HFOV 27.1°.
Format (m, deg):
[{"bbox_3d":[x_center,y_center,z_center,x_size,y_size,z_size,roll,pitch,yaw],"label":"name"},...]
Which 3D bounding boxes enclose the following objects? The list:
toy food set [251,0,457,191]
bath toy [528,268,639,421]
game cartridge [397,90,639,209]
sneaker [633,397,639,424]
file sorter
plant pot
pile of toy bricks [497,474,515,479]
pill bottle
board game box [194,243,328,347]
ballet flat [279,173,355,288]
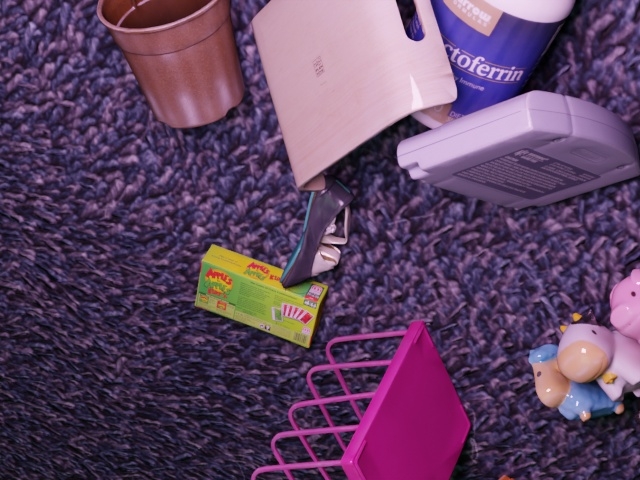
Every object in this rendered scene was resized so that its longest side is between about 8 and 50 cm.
[{"bbox_3d":[0.035,-0.205,1.528,0.306,0.092,0.219,-31,71,56],"label":"toy food set"},{"bbox_3d":[0.411,0.100,1.682,0.348,0.151,0.129,-48,54,41],"label":"bath toy"},{"bbox_3d":[0.246,-0.100,1.526,0.196,0.294,0.060,-14,75,33],"label":"game cartridge"},{"bbox_3d":[0.453,0.229,1.758,0.075,0.063,0.170,34,173,18],"label":"sneaker"},{"bbox_3d":[0.058,0.288,1.859,0.182,0.290,0.202,-9,120,32],"label":"file sorter"},{"bbox_3d":[-0.173,-0.240,1.652,0.167,0.167,0.165,2,132,22],"label":"plant pot"},{"bbox_3d":[0.244,0.418,2.013,0.105,0.118,0.212,39,154,29],"label":"pile of toy bricks"},{"bbox_3d":[0.191,-0.256,1.483,0.153,0.153,0.264,28,130,1],"label":"pill bottle"},{"bbox_3d":[-0.087,0.081,1.922,0.181,0.043,0.092,20,129,8],"label":"board game box"},{"bbox_3d":[0.000,0.000,1.811,0.074,0.074,0.203,24,128,4],"label":"ballet flat"}]
